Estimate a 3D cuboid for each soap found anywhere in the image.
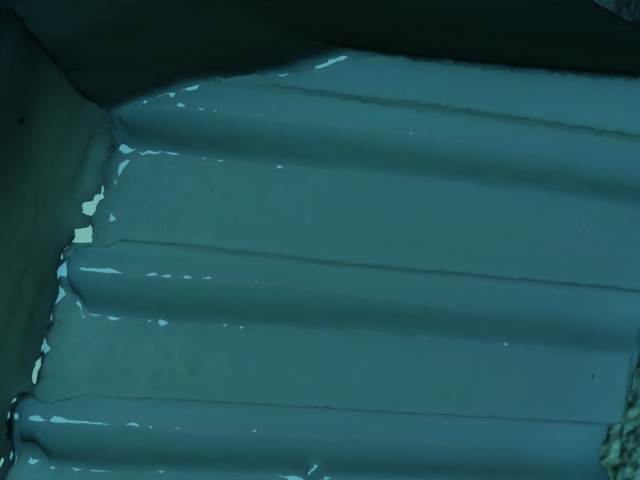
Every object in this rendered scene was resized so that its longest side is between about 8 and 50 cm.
[{"bbox_3d":[0.000,0.000,1.184,0.435,0.213,0.350,3,120,-29],"label":"soap"}]
